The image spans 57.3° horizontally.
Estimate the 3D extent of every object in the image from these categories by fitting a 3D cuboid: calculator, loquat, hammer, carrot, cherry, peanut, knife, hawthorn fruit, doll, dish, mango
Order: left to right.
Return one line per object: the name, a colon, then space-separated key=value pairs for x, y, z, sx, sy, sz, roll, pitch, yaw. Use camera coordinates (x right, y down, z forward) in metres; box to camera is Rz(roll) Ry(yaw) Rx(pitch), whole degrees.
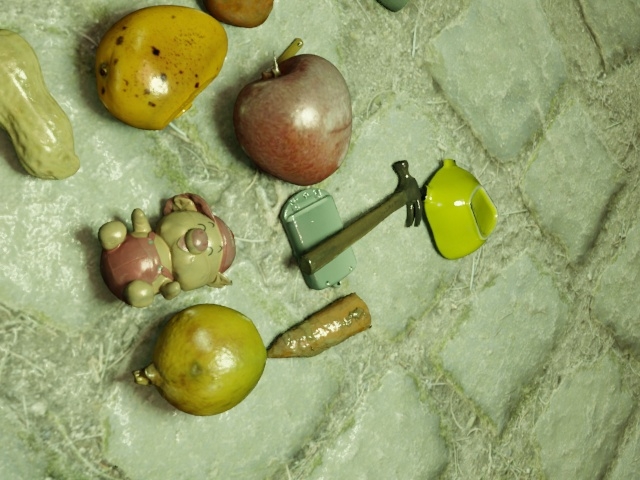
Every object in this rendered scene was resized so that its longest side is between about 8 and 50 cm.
peanut: x=-0.495 y=-0.217 z=0.974 sx=0.124 sy=0.124 sz=0.256 roll=-30 pitch=111 yaw=-31
mango: x=-0.293 y=-0.335 z=1.088 sx=0.191 sy=0.160 sz=0.290 roll=50 pitch=60 yaw=-14
doll: x=-0.277 y=0.020 z=1.097 sx=0.256 sy=0.152 sz=0.196 roll=-20 pitch=114 yaw=-37
loquat: x=-0.227 y=0.229 z=1.101 sx=0.246 sy=0.213 sz=0.213 roll=-11 pitch=96 yaw=-33
hawthorn fruit: x=-0.179 y=-0.514 z=1.193 sx=0.189 sy=0.149 sz=0.149 roll=17 pitch=77 yaw=7
knife: x=-0.105 y=-0.356 z=1.294 sx=0.046 sy=0.022 sz=0.256 roll=49 pitch=64 yaw=-31
cherry: x=-0.047 y=-0.241 z=1.216 sx=0.261 sy=0.221 sz=0.307 roll=-43 pitch=134 yaw=-29
carrot: x=-0.011 y=0.206 z=1.324 sx=0.263 sy=0.102 sz=0.101 roll=-21 pitch=101 yaw=-27
calculator: x=0.000 y=0.000 z=1.347 sx=0.141 sy=0.045 sz=0.246 roll=-31 pitch=107 yaw=-31
hammer: x=0.105 y=-0.042 z=1.382 sx=0.440 sy=0.044 sz=0.168 roll=-33 pitch=107 yaw=-40
dish: x=0.390 y=-0.080 z=1.559 sx=0.221 sy=0.108 sz=0.262 roll=-49 pitch=122 yaw=-32

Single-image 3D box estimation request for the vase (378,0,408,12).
vase: x=0.122 y=-0.647 z=1.421 sx=0.214 sy=0.086 sz=0.086 roll=24 pitch=76 yaw=-27
